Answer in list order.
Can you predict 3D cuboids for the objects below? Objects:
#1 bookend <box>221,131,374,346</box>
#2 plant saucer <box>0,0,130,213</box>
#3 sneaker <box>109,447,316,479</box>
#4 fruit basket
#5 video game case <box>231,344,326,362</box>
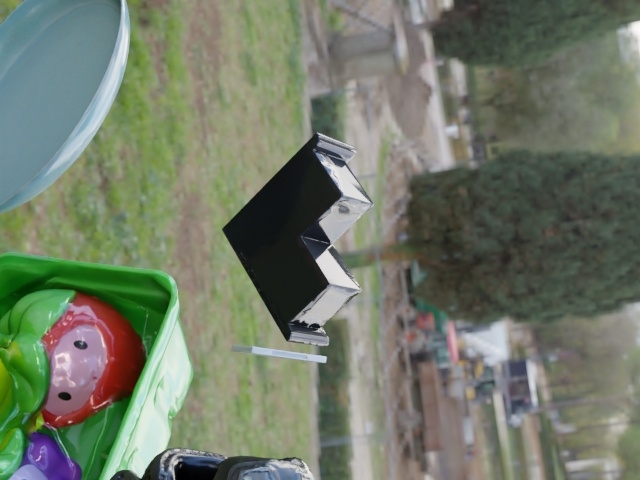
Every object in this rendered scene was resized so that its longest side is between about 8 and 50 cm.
[{"bbox_3d":[0.000,0.000,1.251,0.072,0.157,0.156,14,37,-53],"label":"bookend"},{"bbox_3d":[-0.312,-0.155,1.305,0.044,0.318,0.317,36,40,-40],"label":"plant saucer"},{"bbox_3d":[-0.076,0.180,0.596,0.276,0.098,0.135,-37,-131,48],"label":"sneaker"},{"bbox_3d":[-0.323,0.164,1.166,0.392,0.283,0.392,6,90,-66],"label":"fruit basket"},{"bbox_3d":[-0.064,0.172,1.816,0.087,0.122,0.011,-9,-108,65],"label":"video game case"}]
